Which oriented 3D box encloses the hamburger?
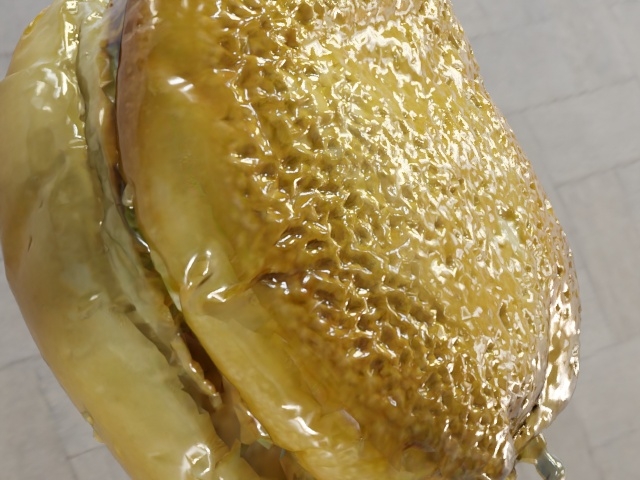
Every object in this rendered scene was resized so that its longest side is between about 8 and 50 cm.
[{"bbox_3d":[0.000,0.000,0.720,0.290,0.170,0.314,-32,95,-55],"label":"hamburger"}]
